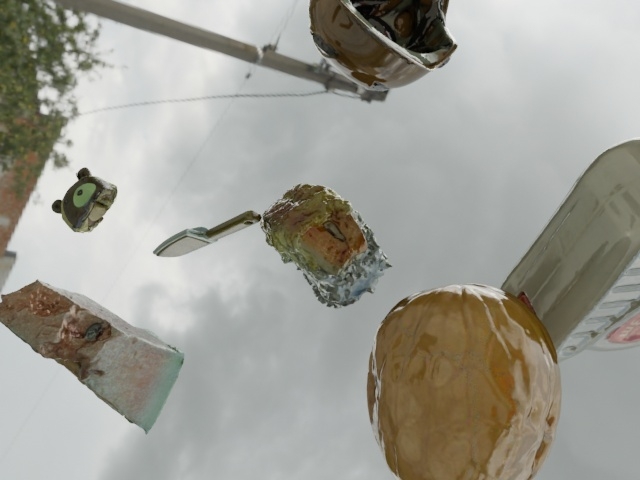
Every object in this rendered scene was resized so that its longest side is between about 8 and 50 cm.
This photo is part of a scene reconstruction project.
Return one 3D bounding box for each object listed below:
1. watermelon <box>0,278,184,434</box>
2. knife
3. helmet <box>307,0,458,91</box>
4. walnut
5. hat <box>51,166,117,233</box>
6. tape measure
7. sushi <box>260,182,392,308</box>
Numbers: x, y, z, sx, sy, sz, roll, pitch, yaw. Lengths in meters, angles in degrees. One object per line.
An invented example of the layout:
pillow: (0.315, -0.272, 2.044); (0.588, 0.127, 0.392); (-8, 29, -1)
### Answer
watermelon: (-0.388, 0.186, 1.200); (0.264, 0.302, 0.151); (26, -113, 29)
knife: (-0.212, -0.011, 1.182); (0.343, 0.061, 0.027); (-20, -120, 51)
helmet: (0.064, -0.270, 0.851); (0.130, 0.198, 0.224); (-42, -154, 46)
walnut: (0.135, 0.151, 0.658); (0.195, 0.195, 0.221); (18, -77, 51)
hat: (-0.315, -0.053, 0.898); (0.059, 0.076, 0.077); (33, -83, 5)
tape measure: (0.340, 0.014, 0.724); (0.258, 0.265, 0.130); (109, -30, -44)
sushi: (0.000, 0.000, 1.102); (0.139, 0.184, 0.274); (-41, -159, -4)
